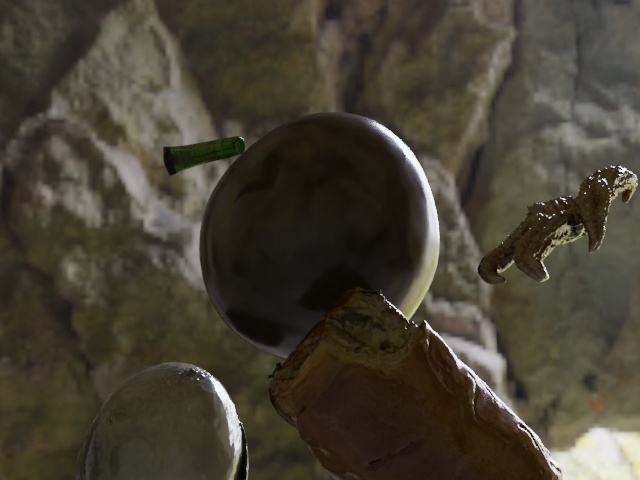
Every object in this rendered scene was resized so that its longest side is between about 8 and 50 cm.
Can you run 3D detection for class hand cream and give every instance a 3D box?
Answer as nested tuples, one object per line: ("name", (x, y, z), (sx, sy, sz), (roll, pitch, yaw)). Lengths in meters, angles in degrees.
("hand cream", (-0.140, -0.103, 1.702), (0.122, 0.036, 0.023), (-9, 8, 39))

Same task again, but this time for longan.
("longan", (0.000, 0.000, 1.802), (0.319, 0.319, 0.319), (-1, -9, 0))

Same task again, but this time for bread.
("bread", (0.110, 0.218, 1.607), (0.344, 0.195, 0.149), (42, -6, -20))

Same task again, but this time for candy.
("candy", (-0.219, 0.288, 1.861), (0.185, 0.295, 0.295), (18, -19, -35))

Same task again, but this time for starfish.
("starfish", (0.253, -0.020, 1.499), (0.238, 0.071, 0.216), (-27, 4, -30))
